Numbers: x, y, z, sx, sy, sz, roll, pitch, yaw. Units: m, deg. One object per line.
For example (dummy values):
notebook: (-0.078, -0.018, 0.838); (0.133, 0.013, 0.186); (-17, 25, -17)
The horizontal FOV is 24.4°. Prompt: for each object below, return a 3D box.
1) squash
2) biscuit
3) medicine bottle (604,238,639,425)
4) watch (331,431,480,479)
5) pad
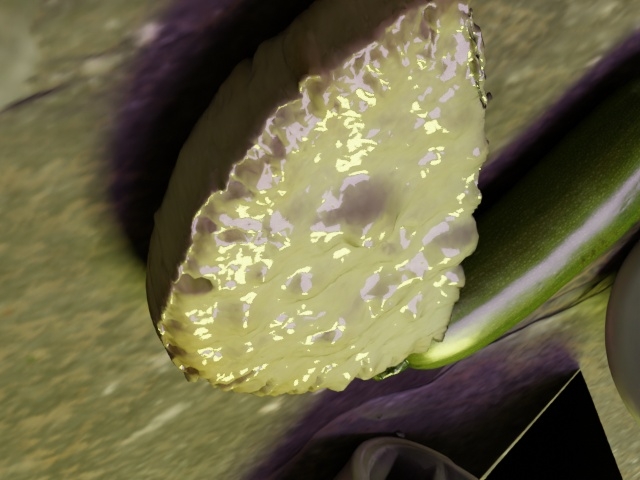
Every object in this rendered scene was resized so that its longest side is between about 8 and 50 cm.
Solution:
squash: (0.123, -0.002, 0.859); (0.258, 0.069, 0.069); (-41, 152, 5)
biscuit: (0.000, 0.000, 0.694); (0.179, 0.084, 0.281); (-32, 152, -14)
medicine bottle: (0.363, 0.082, 1.128); (0.202, 0.202, 0.316); (-47, 151, 15)
watch: (0.064, 0.245, 1.033); (0.231, 0.244, 0.196); (22, 113, -36)
pad: (0.150, 0.236, 1.171); (0.006, 0.170, 0.245); (26, 115, -21)
